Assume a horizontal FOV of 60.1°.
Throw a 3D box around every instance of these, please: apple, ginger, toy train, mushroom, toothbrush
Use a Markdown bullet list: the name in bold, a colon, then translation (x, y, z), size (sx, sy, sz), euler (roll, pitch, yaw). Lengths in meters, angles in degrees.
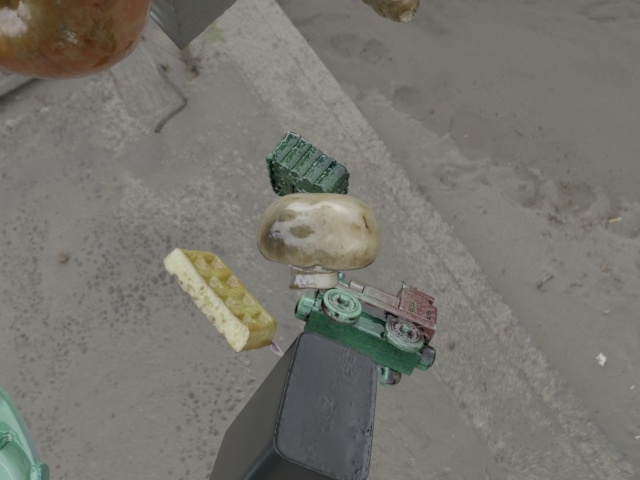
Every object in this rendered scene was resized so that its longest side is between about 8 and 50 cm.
- **apple**: translation (-0.328, -0.340, 0.625), size (0.301, 0.301, 0.301), euler (-6, 65, 13)
- **ginger**: translation (0.133, -0.492, 1.097), size (0.080, 0.104, 0.204), euler (-40, 29, 12)
- **toy train**: translation (0.101, 0.166, 1.173), size (0.304, 0.150, 0.221), euler (23, 32, 1)
- **mushroom**: translation (0.000, 0.000, 0.722), size (0.166, 0.166, 0.127), euler (5, 99, 18)
- **toothbrush**: translation (-0.102, 0.241, 1.248), size (0.017, 0.022, 0.204), euler (-59, 21, 0)

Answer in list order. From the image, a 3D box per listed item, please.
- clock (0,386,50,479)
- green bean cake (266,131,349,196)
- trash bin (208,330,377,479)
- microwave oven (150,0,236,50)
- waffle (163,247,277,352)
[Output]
- **clock**: translation (-0.357, 0.257, 0.551), size (0.159, 0.066, 0.211), euler (-32, 96, -12)
- **green bean cake**: translation (-0.032, -0.148, 1.397), size (0.208, 0.193, 0.107), euler (32, 65, 17)
- **trash bin**: translation (-0.037, 0.227, 0.584), size (0.115, 0.225, 0.165), euler (24, 37, -6)
- **microwave oven**: translation (-0.261, -0.637, 1.142), size (0.374, 0.432, 0.236), euler (-45, 103, -4)
- **waffle**: translation (-0.212, 0.123, 1.214), size (0.057, 0.168, 0.274), euler (-47, 72, 10)
